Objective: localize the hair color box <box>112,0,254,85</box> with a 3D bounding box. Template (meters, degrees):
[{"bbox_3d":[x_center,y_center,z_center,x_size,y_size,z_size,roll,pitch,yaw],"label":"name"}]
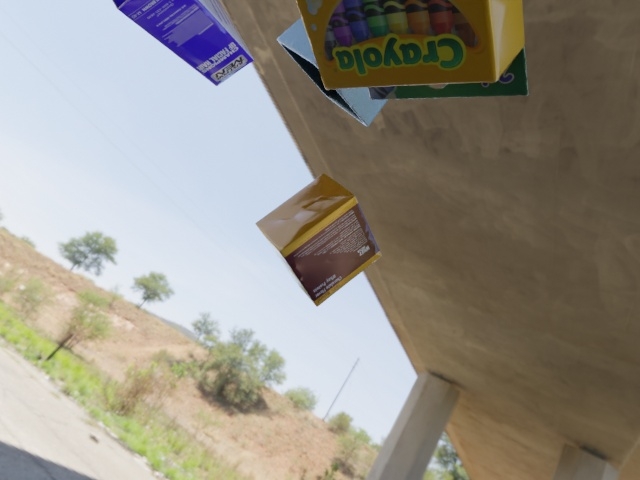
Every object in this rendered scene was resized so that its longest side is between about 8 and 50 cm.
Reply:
[{"bbox_3d":[-0.256,-0.423,0.832,0.185,0.110,0.339,60,12,7],"label":"hair color box"}]

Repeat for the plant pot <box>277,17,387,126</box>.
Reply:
[{"bbox_3d":[0.091,-0.504,1.248,0.247,0.252,0.247,38,10,-45],"label":"plant pot"}]

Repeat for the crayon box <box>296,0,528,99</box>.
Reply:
[{"bbox_3d":[0.069,-0.262,0.441,0.203,0.083,0.322,12,-41,39],"label":"crayon box"}]

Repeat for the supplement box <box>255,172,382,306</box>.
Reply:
[{"bbox_3d":[0.000,0.000,1.042,0.129,0.191,0.194,43,-12,48],"label":"supplement box"}]
